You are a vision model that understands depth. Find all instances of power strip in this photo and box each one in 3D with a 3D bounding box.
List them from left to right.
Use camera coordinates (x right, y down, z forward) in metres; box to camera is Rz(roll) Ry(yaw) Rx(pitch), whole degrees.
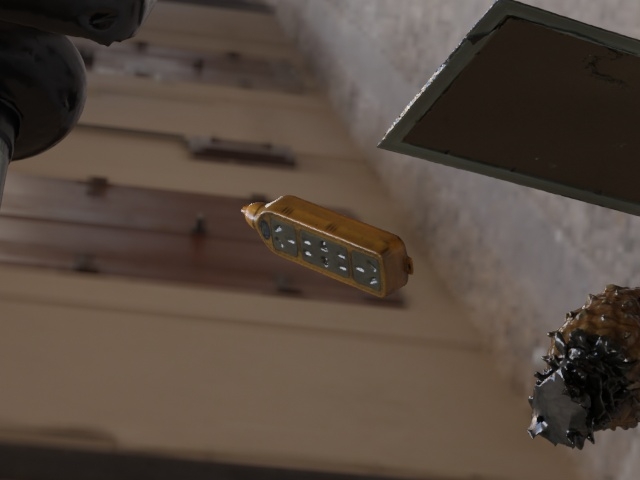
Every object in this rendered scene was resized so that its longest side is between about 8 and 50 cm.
[{"bbox_3d":[0.000,0.000,1.363,0.178,0.028,0.049,22,132,37],"label":"power strip"}]

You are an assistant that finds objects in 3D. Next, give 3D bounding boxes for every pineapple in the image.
[{"bbox_3d":[0.287,0.146,1.711,0.279,0.158,0.158,-29,-48,-58],"label":"pineapple"}]

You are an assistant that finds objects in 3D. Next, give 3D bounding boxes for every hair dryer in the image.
[{"bbox_3d":[-0.341,-0.048,1.175,0.156,0.284,0.320,-53,17,48],"label":"hair dryer"}]

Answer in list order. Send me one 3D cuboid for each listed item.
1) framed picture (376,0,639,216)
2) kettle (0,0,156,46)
[{"bbox_3d":[0.212,-0.103,1.351,0.216,0.273,0.016,132,146,-52],"label":"framed picture"},{"bbox_3d":[-0.234,-0.186,0.905,0.308,0.262,0.203,-78,-26,-75],"label":"kettle"}]
